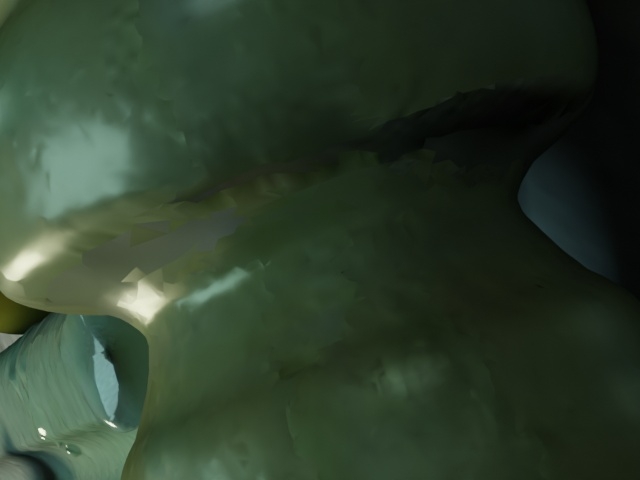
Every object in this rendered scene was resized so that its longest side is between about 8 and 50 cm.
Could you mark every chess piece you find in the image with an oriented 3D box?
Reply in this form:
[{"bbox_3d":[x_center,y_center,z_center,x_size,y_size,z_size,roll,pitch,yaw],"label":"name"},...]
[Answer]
[{"bbox_3d":[0.000,0.000,0.399,0.330,0.182,0.182,70,160,9],"label":"chess piece"}]

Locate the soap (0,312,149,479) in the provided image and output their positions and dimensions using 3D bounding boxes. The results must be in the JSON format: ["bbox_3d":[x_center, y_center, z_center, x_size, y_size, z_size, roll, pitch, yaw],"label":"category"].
[{"bbox_3d":[-0.029,0.114,0.634,0.208,0.115,0.347,66,159,2],"label":"soap"}]

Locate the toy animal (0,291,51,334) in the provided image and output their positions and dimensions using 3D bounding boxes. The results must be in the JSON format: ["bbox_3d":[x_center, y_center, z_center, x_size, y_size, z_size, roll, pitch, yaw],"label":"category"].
[{"bbox_3d":[-0.175,-0.050,0.655,0.338,0.191,0.216,-18,106,56],"label":"toy animal"}]
